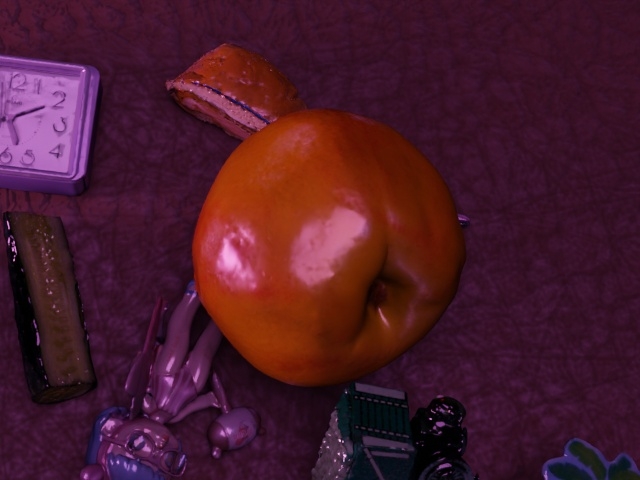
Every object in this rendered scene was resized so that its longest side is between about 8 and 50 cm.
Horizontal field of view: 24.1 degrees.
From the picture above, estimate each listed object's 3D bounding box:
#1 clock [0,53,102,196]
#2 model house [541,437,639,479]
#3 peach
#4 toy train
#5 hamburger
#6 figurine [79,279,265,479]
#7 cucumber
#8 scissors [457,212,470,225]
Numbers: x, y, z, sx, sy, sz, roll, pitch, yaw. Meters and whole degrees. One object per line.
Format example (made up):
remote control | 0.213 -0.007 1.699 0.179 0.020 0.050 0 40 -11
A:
clock | -0.351 -0.136 1.700 0.193 0.073 0.145 6 76 -5
model house | 0.329 0.390 1.606 0.357 0.242 0.313 43 57 -1
peach | -0.005 0.002 1.591 0.289 0.289 0.308 -31 41 -13
toy train | 0.069 0.272 1.567 0.154 0.269 0.115 7 35 -14
hamburger | -0.083 -0.177 1.736 0.176 0.087 0.102 26 76 2
figurine | -0.156 0.177 1.648 0.205 0.102 0.260 35 69 -35
cucumber | -0.310 0.073 1.666 0.078 0.062 0.211 0 67 -42
scissors | 0.081 -0.037 1.757 0.187 0.020 0.134 24 79 0
